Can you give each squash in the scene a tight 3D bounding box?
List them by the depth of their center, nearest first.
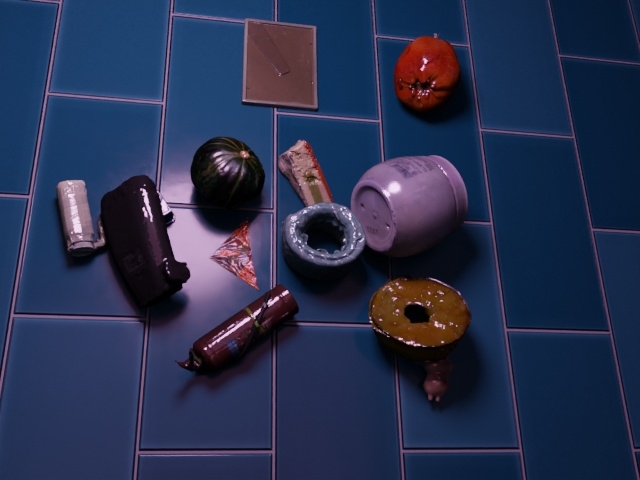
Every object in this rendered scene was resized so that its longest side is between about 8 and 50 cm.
[{"bbox_3d":[-0.256,-0.184,1.882,0.172,0.218,0.218,-38,76,17],"label":"squash"}]

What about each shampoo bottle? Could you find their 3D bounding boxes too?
[{"bbox_3d":[0.247,-0.099,1.901,0.266,0.273,0.273,-17,72,-27],"label":"shampoo bottle"}]

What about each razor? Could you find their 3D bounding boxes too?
[{"bbox_3d":[-0.465,0.004,1.773,0.107,0.189,0.326,1,63,-60],"label":"razor"}]

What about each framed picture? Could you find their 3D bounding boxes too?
[{"bbox_3d":[-0.127,-0.559,2.156,0.241,0.020,0.324,2,67,-10],"label":"framed picture"}]

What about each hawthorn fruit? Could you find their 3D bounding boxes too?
[{"bbox_3d":[0.344,-0.549,2.155,0.211,0.211,0.299,19,55,-3],"label":"hawthorn fruit"}]

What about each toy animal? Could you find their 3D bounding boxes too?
[{"bbox_3d":[0.306,0.357,1.833,0.089,0.083,0.150,-16,59,31],"label":"toy animal"}]

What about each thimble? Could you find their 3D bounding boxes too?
[{"bbox_3d":[0.000,0.000,1.881,0.235,0.143,0.198,20,64,-3],"label":"thimble"}]

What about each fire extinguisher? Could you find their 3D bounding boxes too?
[{"bbox_3d":[-0.215,0.236,1.749,0.341,0.141,0.105,-34,51,-22],"label":"fire extinguisher"}]

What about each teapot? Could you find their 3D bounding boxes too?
[{"bbox_3d":[-0.636,-0.057,1.818,0.107,0.077,0.200,-3,67,-34],"label":"teapot"}]

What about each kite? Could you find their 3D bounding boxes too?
[{"bbox_3d":[-0.246,0.042,1.890,0.125,0.008,0.222,-7,69,-12],"label":"kite"}]

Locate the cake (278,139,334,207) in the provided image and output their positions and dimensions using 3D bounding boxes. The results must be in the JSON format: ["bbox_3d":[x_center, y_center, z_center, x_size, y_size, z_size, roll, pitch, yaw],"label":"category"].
[{"bbox_3d":[-0.048,-0.179,2.003,0.086,0.117,0.220,-30,109,-18],"label":"cake"}]

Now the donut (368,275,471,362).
[{"bbox_3d":[0.262,0.216,1.836,0.272,0.107,0.272,0,43,0],"label":"donut"}]

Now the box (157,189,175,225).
[{"bbox_3d":[-0.451,-0.088,1.875,0.074,0.054,0.099,-31,76,-23],"label":"box"}]
